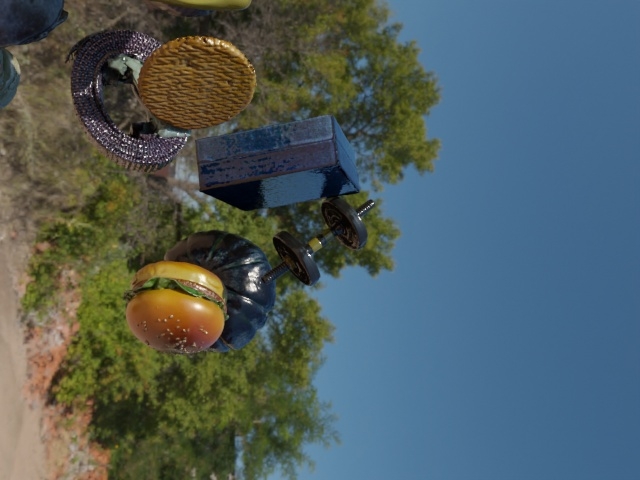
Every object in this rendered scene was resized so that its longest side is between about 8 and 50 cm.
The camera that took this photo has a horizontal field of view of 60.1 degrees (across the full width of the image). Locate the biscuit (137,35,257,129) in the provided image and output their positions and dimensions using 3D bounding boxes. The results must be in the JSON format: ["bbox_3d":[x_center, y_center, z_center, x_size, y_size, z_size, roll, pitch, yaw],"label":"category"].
[{"bbox_3d":[-0.266,-0.336,1.197,0.254,0.253,0.035,115,-37,-51],"label":"biscuit"}]

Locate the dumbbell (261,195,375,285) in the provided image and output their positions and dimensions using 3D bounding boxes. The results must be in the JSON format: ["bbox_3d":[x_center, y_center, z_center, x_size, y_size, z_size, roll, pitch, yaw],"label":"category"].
[{"bbox_3d":[0.000,0.000,1.271,0.143,0.325,0.143,46,-19,21],"label":"dumbbell"}]

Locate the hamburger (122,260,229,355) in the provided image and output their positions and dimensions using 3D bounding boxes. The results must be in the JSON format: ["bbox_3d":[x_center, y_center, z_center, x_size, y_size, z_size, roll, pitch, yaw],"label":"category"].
[{"bbox_3d":[-0.332,0.166,1.259,0.246,0.245,0.170,119,-23,-55],"label":"hamburger"}]

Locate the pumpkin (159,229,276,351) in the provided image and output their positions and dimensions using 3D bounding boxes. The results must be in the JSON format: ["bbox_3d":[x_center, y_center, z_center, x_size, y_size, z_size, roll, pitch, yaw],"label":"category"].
[{"bbox_3d":[-0.306,0.149,1.611,0.266,0.363,0.364,79,8,-70],"label":"pumpkin"}]

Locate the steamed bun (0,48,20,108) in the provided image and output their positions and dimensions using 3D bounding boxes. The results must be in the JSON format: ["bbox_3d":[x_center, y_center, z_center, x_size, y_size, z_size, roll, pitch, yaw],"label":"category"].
[{"bbox_3d":[-0.832,-0.431,1.348,0.144,0.218,0.211,-16,-139,28],"label":"steamed bun"}]

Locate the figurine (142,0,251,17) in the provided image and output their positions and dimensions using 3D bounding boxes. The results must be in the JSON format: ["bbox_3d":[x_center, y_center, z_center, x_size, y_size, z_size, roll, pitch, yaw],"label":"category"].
[{"bbox_3d":[-0.252,-0.625,1.033,0.362,0.266,0.378,-64,-150,23],"label":"figurine"}]

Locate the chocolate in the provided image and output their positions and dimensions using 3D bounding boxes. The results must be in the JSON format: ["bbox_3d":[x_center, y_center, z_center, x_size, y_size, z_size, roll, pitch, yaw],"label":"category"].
[{"bbox_3d":[-0.726,-0.580,1.180,0.213,0.302,0.304,99,-13,-61],"label":"chocolate"}]

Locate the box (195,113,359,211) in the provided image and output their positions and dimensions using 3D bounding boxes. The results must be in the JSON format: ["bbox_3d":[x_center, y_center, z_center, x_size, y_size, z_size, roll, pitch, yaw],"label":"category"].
[{"bbox_3d":[-0.077,-0.152,1.156,0.261,0.278,0.116,32,51,-75],"label":"box"}]

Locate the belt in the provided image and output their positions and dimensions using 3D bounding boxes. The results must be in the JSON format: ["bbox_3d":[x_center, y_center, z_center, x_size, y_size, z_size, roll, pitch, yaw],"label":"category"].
[{"bbox_3d":[-0.433,-0.322,1.286,0.122,0.260,0.325,-12,-80,66],"label":"belt"}]
